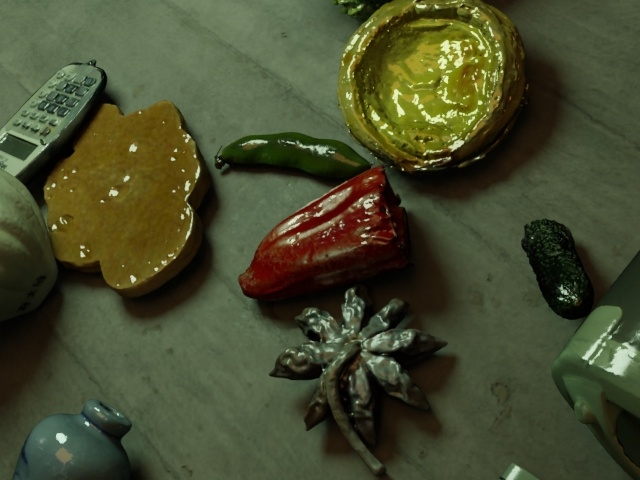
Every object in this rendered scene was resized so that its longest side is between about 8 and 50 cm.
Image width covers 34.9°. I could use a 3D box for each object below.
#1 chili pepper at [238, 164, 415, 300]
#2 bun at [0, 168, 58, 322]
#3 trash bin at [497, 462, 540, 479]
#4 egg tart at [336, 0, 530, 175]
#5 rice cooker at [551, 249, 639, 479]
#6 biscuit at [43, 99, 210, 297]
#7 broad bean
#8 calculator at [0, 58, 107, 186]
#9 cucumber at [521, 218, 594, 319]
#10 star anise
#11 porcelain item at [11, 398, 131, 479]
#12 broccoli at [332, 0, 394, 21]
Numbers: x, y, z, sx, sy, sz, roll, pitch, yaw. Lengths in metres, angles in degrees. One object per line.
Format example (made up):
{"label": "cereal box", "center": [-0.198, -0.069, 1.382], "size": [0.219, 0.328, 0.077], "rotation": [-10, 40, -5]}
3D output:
{"label": "chili pepper", "center": [0.000, 0.000, 1.364], "size": [0.253, 0.136, 0.144], "rotation": [-19, 84, 19]}
{"label": "bun", "center": [-0.471, 0.036, 1.474], "size": [0.263, 0.175, 0.263], "rotation": [-51, 20, 27]}
{"label": "trash bin", "center": [0.221, 0.331, 1.125], "size": [0.116, 0.059, 0.130], "rotation": [33, 78, 33]}
{"label": "egg tart", "center": [0.157, -0.216, 1.421], "size": [0.279, 0.095, 0.278], "rotation": [-4, 74, 15]}
{"label": "rice cooker", "center": [0.405, 0.136, 1.044], "size": [0.288, 0.288, 0.277], "rotation": [33, 79, 31]}
{"label": "biscuit", "center": [-0.295, -0.071, 1.537], "size": [0.269, 0.051, 0.376], "rotation": [-32, 54, 5]}
{"label": "broad bean", "center": [-0.038, -0.125, 1.477], "size": [0.255, 0.046, 0.065], "rotation": [7, 72, 25]}
{"label": "calculator", "center": [-0.446, -0.191, 1.640], "size": [0.177, 0.040, 0.268], "rotation": [23, 73, 47]}
{"label": "cucumber", "center": [0.280, 0.041, 1.193], "size": [0.067, 0.067, 0.245], "rotation": [-17, 18, 11]}
{"label": "star anise", "center": [0.046, 0.160, 1.271], "size": [0.230, 0.081, 0.262], "rotation": [-7, 58, 4]}
{"label": "porcelain item", "center": [-0.337, 0.325, 1.292], "size": [0.141, 0.141, 0.259], "rotation": [29, 83, 30]}
{"label": "broccoli", "center": [0.057, -0.455, 1.511], "size": [0.376, 0.302, 0.249], "rotation": [2, 84, -6]}
